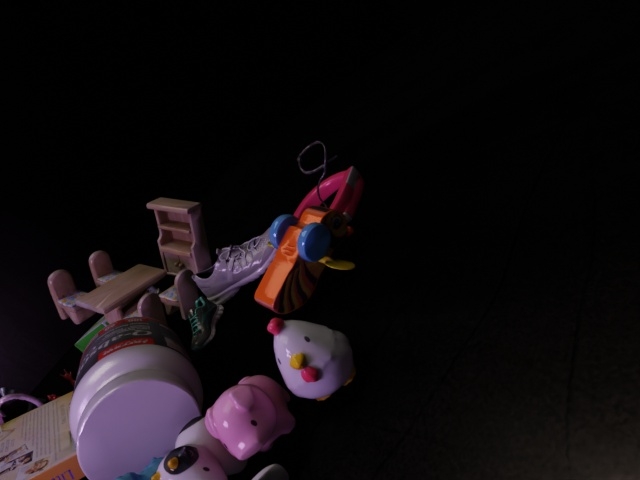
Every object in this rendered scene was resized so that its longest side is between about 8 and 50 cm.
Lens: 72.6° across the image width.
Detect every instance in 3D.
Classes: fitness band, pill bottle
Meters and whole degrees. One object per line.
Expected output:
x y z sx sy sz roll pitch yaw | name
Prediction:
0.005 -0.068 1.027 0.209 0.054 0.290 -32 23 39 | fitness band
-0.331 0.274 0.792 0.210 0.210 0.363 -51 21 -15 | pill bottle

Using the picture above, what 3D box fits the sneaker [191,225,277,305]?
-0.211 0.053 1.112 0.281 0.115 0.105 -41 21 11 | sneaker

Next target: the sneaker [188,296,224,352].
-0.290 0.198 1.047 0.065 0.076 0.166 -40 21 18 | sneaker

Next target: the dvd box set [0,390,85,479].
-0.650 0.469 0.927 0.421 0.062 0.308 -23 19 -29 | dvd box set

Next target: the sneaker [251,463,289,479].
-0.093 0.316 0.482 0.152 0.054 0.061 -54 19 -20 | sneaker

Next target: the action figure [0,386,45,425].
-0.838 0.593 1.133 0.276 0.248 0.370 -13 52 39 | action figure

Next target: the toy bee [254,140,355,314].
0.000 0.000 0.813 0.298 0.162 0.195 -54 50 12 | toy bee

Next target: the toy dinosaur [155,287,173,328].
-0.540 0.299 1.331 0.313 0.121 0.160 -60 13 -24 | toy dinosaur

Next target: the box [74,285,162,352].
-0.714 0.294 1.569 0.262 0.126 0.231 -32 17 36 | box

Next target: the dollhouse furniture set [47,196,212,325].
-0.521 0.064 1.283 0.362 0.256 0.394 9 28 26 | dollhouse furniture set

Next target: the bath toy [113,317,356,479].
-0.108 0.231 0.560 0.348 0.129 0.151 -44 26 4 | bath toy

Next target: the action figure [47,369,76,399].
-0.843 0.536 1.399 0.092 0.139 0.280 -29 24 36 | action figure
